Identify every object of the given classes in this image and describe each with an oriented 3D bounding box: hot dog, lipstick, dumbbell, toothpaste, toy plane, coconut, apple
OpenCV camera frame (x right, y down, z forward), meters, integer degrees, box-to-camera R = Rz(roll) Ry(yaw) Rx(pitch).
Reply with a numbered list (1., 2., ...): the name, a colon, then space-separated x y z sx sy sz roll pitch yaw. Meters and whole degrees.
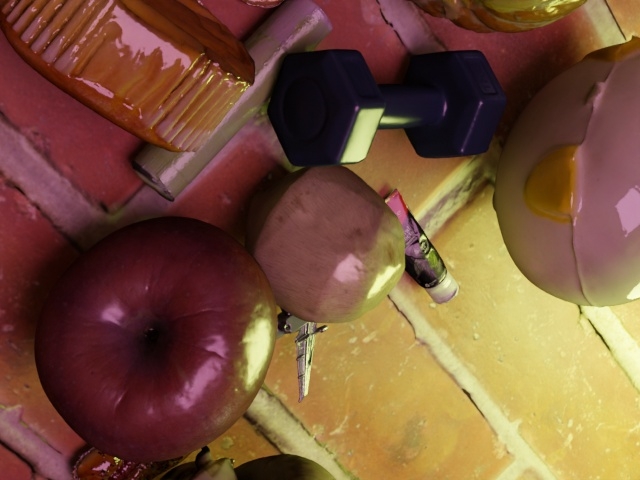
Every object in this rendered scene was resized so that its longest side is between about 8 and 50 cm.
1. hot dog: -0.244 0.285 1.828 0.191 0.059 0.108 -36 122 -11
2. lipstick: -0.111 -0.179 1.688 0.304 0.076 0.076 -48 128 -6
3. dumbbell: 0.090 -0.171 1.731 0.325 0.144 0.160 -9 126 -45
4. toothpaste: 0.133 0.016 1.953 0.071 0.045 0.193 -43 121 -9
5. toy plane: -0.043 0.108 1.872 0.226 0.058 0.226 -30 108 -18
6. coconut: 0.000 0.000 1.772 0.224 0.224 0.224 -13 118 -27
7. apple: -0.197 0.119 1.650 0.306 0.306 0.235 -46 170 -6

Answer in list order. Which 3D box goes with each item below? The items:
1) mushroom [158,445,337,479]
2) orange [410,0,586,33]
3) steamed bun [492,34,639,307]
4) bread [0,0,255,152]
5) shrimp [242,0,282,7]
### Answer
1. mushroom: -0.139 0.401 1.778 0.362 0.362 0.294 -32 101 -16
2. orange: 0.199 -0.394 1.629 0.329 0.329 0.249 34 81 -38
3. steamed bun: 0.406 -0.089 1.895 0.334 0.334 0.374 55 49 -37
4. bread: -0.226 -0.221 1.533 0.288 0.204 0.156 31 110 -35
5. shrimp: -0.060 -0.341 1.669 0.083 0.023 0.114 21 102 -23
